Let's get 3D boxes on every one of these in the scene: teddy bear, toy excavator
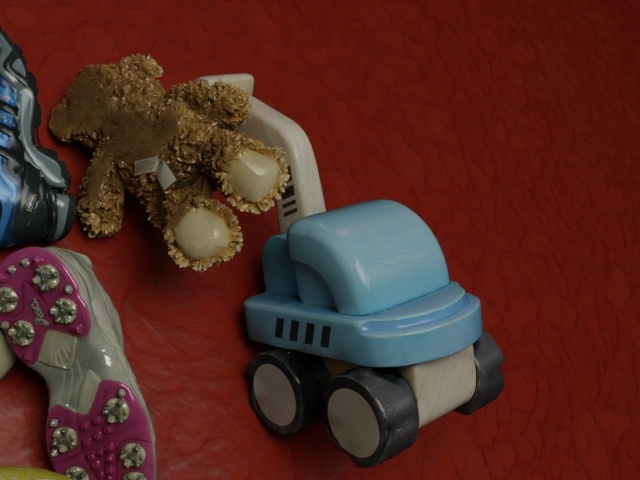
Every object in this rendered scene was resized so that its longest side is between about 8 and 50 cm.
[{"bbox_3d":[-0.181,-0.097,0.964,0.113,0.338,0.245,32,78,-60],"label":"teddy bear"},{"bbox_3d":[0.000,0.000,1.010,0.222,0.433,0.445,-14,102,-40],"label":"toy excavator"}]

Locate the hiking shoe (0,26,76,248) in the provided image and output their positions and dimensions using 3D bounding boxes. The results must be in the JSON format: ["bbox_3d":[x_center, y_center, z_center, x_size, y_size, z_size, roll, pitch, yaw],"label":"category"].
[{"bbox_3d":[-0.386,-0.130,0.894,0.132,0.113,0.304,-19,78,-42],"label":"hiking shoe"}]

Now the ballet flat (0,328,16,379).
[{"bbox_3d":[-0.382,0.059,0.754,0.248,0.086,0.086,61,39,-35],"label":"ballet flat"}]

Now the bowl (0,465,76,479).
[{"bbox_3d":[-0.249,0.291,0.662,0.289,0.156,0.289,26,28,-15],"label":"bowl"}]

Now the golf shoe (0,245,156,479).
[{"bbox_3d":[-0.238,0.145,0.852,0.140,0.115,0.306,-63,136,-81],"label":"golf shoe"}]
